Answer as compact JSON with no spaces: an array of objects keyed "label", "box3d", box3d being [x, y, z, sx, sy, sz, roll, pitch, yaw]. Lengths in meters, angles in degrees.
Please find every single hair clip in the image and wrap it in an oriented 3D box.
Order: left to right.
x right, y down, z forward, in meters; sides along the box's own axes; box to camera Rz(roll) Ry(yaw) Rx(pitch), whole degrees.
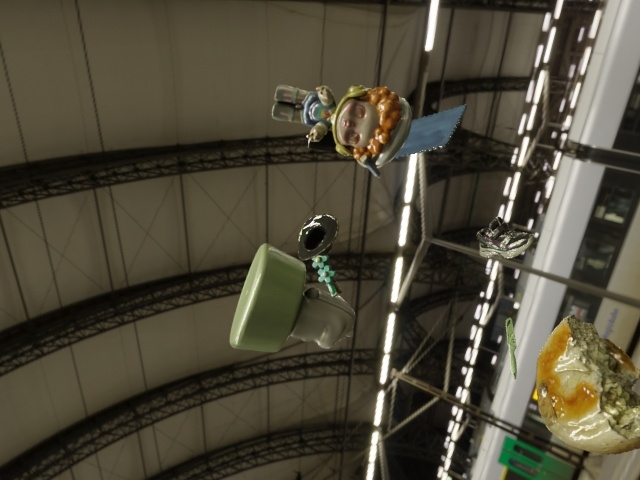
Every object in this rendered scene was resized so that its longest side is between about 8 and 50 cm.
[{"label":"hair clip","box3d":[0.006,0.054,1.213,0.049,0.172,0.049,-24,-20,-9]}]

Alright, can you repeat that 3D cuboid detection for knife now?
[{"label":"knife","box3d":[0.650,0.365,1.719,0.014,0.030,0.206,18,-113,-69]}]

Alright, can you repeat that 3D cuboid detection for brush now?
[{"label":"brush","box3d":[0.045,-0.292,1.504,0.194,0.016,0.062,2,-68,-36]}]

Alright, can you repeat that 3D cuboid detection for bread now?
[{"label":"bread","box3d":[0.545,0.320,1.031,0.314,0.171,0.191,-82,18,-64]}]

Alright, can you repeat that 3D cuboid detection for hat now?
[{"label":"hat","box3d":[0.000,0.000,1.126,0.050,0.121,0.121,39,-108,-42]}]

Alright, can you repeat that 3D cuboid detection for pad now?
[{"label":"pad","box3d":[0.349,-0.368,1.746,0.012,0.270,0.269,56,-131,-27]}]

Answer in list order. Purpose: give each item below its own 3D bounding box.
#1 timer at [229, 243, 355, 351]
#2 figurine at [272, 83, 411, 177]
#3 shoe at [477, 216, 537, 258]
[{"label":"timer","box3d":[-0.057,0.191,1.388,0.291,0.316,0.290,-160,90,-78]},{"label":"figurine","box3d":[0.065,-0.360,1.417,0.224,0.382,0.205,-61,-1,19]},{"label":"shoe","box3d":[0.451,-0.013,1.265,0.071,0.169,0.099,-31,-80,-27]}]
